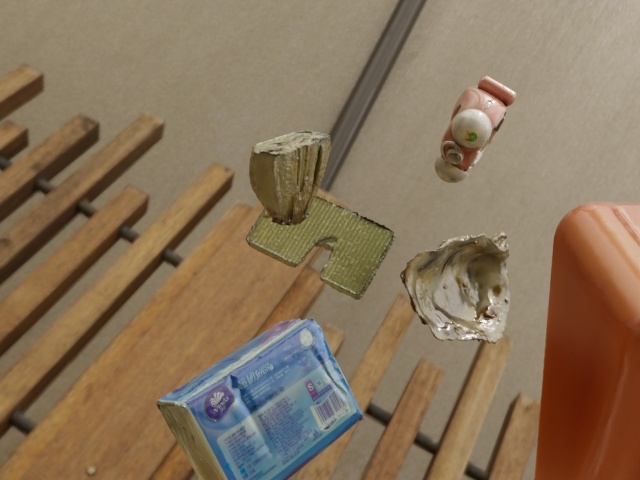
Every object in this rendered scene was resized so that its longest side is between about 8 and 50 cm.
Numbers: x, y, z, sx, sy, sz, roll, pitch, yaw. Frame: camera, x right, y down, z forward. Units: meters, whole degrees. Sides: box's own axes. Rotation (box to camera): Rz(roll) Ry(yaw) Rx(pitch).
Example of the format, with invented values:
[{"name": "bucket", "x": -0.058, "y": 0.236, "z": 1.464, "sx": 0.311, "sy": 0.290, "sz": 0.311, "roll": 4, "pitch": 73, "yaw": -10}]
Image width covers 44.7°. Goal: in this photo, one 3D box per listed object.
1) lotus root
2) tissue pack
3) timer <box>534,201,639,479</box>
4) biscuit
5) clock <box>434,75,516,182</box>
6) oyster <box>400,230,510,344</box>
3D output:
[{"name": "lotus root", "x": -0.057, "y": -0.096, "z": 1.214, "sx": 0.070, "sy": 0.143, "sz": 0.144, "roll": 20, "pitch": -67, "yaw": 33}, {"name": "tissue pack", "x": -0.092, "y": 0.272, "z": 1.249, "sx": 0.146, "sy": 0.263, "sz": 0.198, "roll": -13, "pitch": -74, "yaw": 58}, {"name": "timer", "x": 0.287, "y": 0.120, "z": 0.522, "sx": 0.257, "sy": 0.161, "sz": 0.250, "roll": 1, "pitch": -60, "yaw": 5}, {"name": "biscuit", "x": 0.000, "y": 0.000, "z": 1.432, "sx": 0.250, "sy": 0.147, "sz": 0.046, "roll": 25, "pitch": -18, "yaw": 15}, {"name": "clock", "x": 0.266, "y": -0.197, "z": 1.403, "sx": 0.093, "sy": 0.162, "sz": 0.166, "roll": 31, "pitch": -35, "yaw": 8}, {"name": "oyster", "x": 0.269, "y": 0.093, "z": 1.430, "sx": 0.111, "sy": 0.396, "sz": 0.204, "roll": -9, "pitch": -91, "yaw": 38}]
